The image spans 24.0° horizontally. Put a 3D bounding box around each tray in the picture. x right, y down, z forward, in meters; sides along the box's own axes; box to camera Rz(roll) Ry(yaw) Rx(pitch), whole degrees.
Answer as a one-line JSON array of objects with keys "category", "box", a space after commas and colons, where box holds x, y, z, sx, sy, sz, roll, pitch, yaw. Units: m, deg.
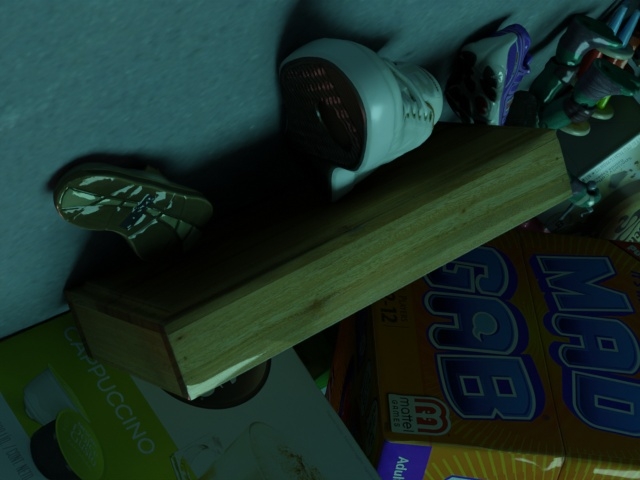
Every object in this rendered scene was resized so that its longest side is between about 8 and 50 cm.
[{"category": "tray", "box": [0.000, 0.000, 1.333, 0.411, 0.076, 0.203, -27, -161, -26]}]

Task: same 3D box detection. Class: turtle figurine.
[{"category": "turtle figurine", "box": [0.222, -0.107, 1.528, 0.118, 0.175, 0.234, 2, 137, -37]}]

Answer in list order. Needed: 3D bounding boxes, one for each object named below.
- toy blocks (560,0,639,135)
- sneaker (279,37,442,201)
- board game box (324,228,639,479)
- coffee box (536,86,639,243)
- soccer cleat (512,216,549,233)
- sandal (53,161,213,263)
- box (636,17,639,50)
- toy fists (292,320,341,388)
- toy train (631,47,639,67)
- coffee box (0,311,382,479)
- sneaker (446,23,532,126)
[{"category": "toy blocks", "box": [0.307, -0.193, 1.598, 0.123, 0.054, 0.148, -32, 153, -52]}, {"category": "sneaker", "box": [0.040, -0.117, 1.192, 0.123, 0.106, 0.290, -34, 177, -8]}, {"category": "board game box", "box": [0.200, 0.232, 1.671, 0.356, 0.356, 0.357, 6, 128, -7]}, {"category": "coffee box", "box": [0.355, -0.052, 1.800, 0.168, 0.119, 0.297, -37, 138, 12]}, {"category": "soccer cleat", "box": [0.260, -0.030, 1.928, 0.248, 0.083, 0.095, -41, 173, -25]}, {"category": "sandal", "box": [-0.145, -0.031, 1.168, 0.072, 0.049, 0.180, -43, 149, 14]}, {"category": "box", "box": [0.445, -0.181, 1.577, 0.167, 0.203, 0.168, -18, 166, 2]}, {"category": "toy fists", "box": [-0.029, 0.146, 1.901, 0.142, 0.096, 0.279, -33, 169, 28]}, {"category": "toy train", "box": [0.413, -0.239, 1.740, 0.158, 0.027, 0.036, -28, 175, -23]}, {"category": "coffee box", "box": [-0.182, 0.270, 1.469, 0.334, 0.338, 0.338, -24, 161, -35]}, {"category": "sneaker", "box": [0.169, -0.146, 1.431, 0.071, 0.068, 0.170, -36, 166, -16]}]
